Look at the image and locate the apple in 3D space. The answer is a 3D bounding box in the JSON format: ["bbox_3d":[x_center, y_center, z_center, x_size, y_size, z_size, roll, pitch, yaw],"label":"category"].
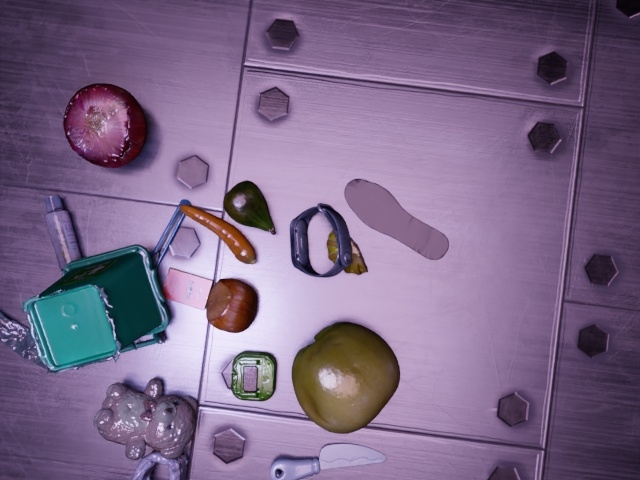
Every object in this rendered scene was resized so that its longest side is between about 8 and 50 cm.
[{"bbox_3d":[0.064,0.368,1.757,0.295,0.233,0.257,-42,91,-2],"label":"apple"}]

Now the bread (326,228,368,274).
[{"bbox_3d":[0.066,0.031,1.851,0.095,0.083,0.157,-19,89,11],"label":"bread"}]

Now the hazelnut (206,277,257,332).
[{"bbox_3d":[-0.243,0.184,1.815,0.150,0.150,0.150,0,88,0],"label":"hazelnut"}]

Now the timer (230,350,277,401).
[{"bbox_3d":[-0.189,0.387,1.849,0.128,0.047,0.140,3,88,1],"label":"timer"}]

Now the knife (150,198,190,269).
[{"bbox_3d":[-0.456,0.011,1.874,0.044,0.026,0.296,27,89,13],"label":"knife"}]

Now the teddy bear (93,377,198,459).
[{"bbox_3d":[-0.477,0.493,1.790,0.267,0.151,0.236,9,49,6],"label":"teddy bear"}]

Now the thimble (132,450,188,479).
[{"bbox_3d":[-0.445,0.656,1.806,0.127,0.118,0.151,17,88,3],"label":"thimble"}]

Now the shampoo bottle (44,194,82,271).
[{"bbox_3d":[-0.735,-0.023,1.855,0.072,0.072,0.213,-17,88,-1],"label":"shampoo bottle"}]

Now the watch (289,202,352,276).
[{"bbox_3d":[0.000,0.000,1.809,0.193,0.068,0.206,-5,83,39],"label":"watch"}]

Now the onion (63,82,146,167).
[{"bbox_3d":[-0.594,-0.318,1.820,0.248,0.161,0.247,-1,82,9],"label":"onion"}]

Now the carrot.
[{"bbox_3d":[-0.282,-0.029,1.859,0.271,0.062,0.066,43,113,1],"label":"carrot"}]

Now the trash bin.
[{"bbox_3d":[-0.567,0.195,1.680,0.259,0.381,0.295,-15,98,4],"label":"trash bin"}]

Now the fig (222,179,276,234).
[{"bbox_3d":[-0.192,-0.082,1.844,0.117,0.117,0.177,-44,105,-1],"label":"fig"}]

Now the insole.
[{"bbox_3d":[0.218,-0.060,1.885,0.348,0.009,0.119,33,90,1],"label":"insole"}]

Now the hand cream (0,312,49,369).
[{"bbox_3d":[-0.847,0.288,1.851,0.248,0.052,0.075,33,88,1],"label":"hand cream"}]

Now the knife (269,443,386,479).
[{"bbox_3d":[0.019,0.624,1.849,0.332,0.044,0.080,-10,81,-6],"label":"knife"}]

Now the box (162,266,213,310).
[{"bbox_3d":[-0.383,0.139,1.871,0.133,0.023,0.090,18,90,1],"label":"box"}]
